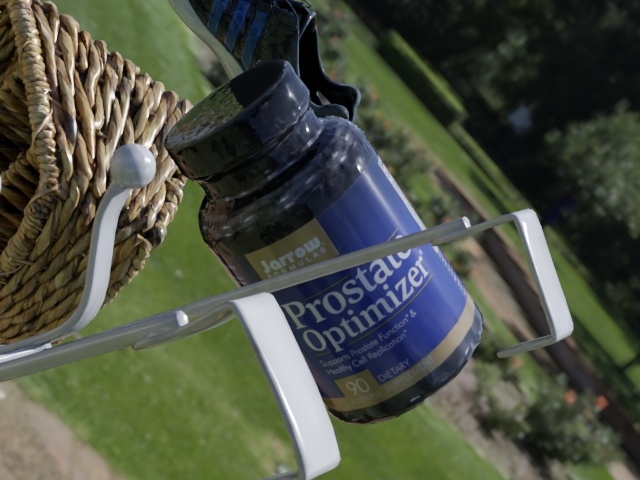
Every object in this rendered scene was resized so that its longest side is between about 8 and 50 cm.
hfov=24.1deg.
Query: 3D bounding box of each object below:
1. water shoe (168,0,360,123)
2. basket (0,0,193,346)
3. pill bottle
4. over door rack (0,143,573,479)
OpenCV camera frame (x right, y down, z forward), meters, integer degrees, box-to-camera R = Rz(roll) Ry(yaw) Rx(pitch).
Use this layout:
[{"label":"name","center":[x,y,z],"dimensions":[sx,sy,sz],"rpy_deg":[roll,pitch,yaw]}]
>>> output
[{"label":"water shoe","center":[-0.042,-0.159,1.058],"dimensions":[0.203,0.080,0.073],"rpy_deg":[57,33,-22]},{"label":"basket","center":[-0.282,-0.042,1.325],"dimensions":[0.223,0.299,0.213],"rpy_deg":[35,49,-22]},{"label":"pill bottle","center":[0.000,0.000,0.955],"dimensions":[0.219,0.123,0.123],"rpy_deg":[55,7,-20]},{"label":"over door rack","center":[-0.094,0.017,0.580],"dimensions":[0.239,0.324,0.108],"rpy_deg":[-16,100,-61]}]
